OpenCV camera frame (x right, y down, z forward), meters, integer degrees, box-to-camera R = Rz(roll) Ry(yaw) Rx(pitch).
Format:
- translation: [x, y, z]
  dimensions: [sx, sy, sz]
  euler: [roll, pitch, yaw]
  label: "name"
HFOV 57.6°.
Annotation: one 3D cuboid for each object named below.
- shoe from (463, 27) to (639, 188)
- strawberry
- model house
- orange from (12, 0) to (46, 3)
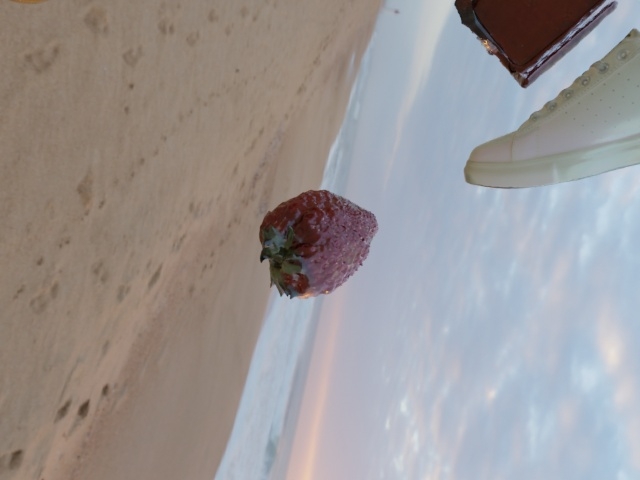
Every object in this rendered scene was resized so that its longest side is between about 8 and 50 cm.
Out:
- translation: [0.245, -0.115, 0.489]
  dimensions: [0.095, 0.265, 0.110]
  euler: [-30, 109, -58]
  label: "shoe"
- translation: [-0.006, 0.001, 0.740]
  dimensions: [0.148, 0.131, 0.131]
  euler: [-33, 144, -43]
  label: "strawberry"
- translation: [0.351, -0.361, 0.929]
  dimensions: [0.196, 0.160, 0.254]
  euler: [-43, 167, 21]
  label: "model house"
- translation: [-0.545, -0.550, 1.082]
  dimensions: [0.171, 0.240, 0.240]
  euler: [37, 60, -55]
  label: "orange"
